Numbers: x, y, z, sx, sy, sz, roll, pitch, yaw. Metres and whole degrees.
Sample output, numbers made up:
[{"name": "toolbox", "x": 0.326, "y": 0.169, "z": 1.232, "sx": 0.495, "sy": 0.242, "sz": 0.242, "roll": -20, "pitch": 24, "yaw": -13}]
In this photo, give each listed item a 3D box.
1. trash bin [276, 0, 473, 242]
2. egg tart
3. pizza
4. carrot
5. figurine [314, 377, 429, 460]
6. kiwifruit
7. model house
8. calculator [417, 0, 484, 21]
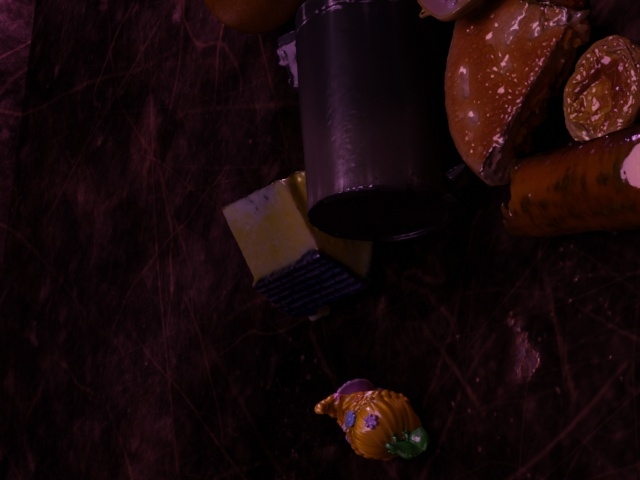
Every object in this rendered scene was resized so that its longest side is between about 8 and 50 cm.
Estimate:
[{"name": "trash bin", "x": 0.069, "y": -0.166, "z": 1.726, "sx": 0.252, "sy": 0.203, "sz": 0.302, "roll": -10, "pitch": 69, "yaw": 18}, {"name": "egg tart", "x": 0.328, "y": -0.169, "z": 1.463, "sx": 0.130, "sy": 0.052, "sz": 0.130, "roll": -21, "pitch": 65, "yaw": 54}, {"name": "pizza", "x": 0.247, "y": -0.215, "z": 1.575, "sx": 0.228, "sy": 0.081, "sz": 0.290, "roll": -34, "pitch": 46, "yaw": 42}, {"name": "carrot", "x": 0.312, "y": -0.063, "z": 1.405, "sx": 0.302, "sy": 0.114, "sz": 0.114, "roll": -10, "pitch": 72, "yaw": 56}, {"name": "figurine", "x": 0.065, "y": 0.241, "z": 1.688, "sx": 0.156, "sy": 0.115, "sz": 0.095, "roll": 42, "pitch": 126, "yaw": 51}, {"name": "kiwifruit", "x": -0.091, "y": -0.447, "z": 2.072, "sx": 0.234, "sy": 0.196, "sz": 0.196, "roll": -49, "pitch": 43, "yaw": 42}, {"name": "model house", "x": 0.000, "y": 0.000, "z": 1.875, "sx": 0.194, "sy": 0.170, "sz": 0.211, "roll": -24, "pitch": 88, "yaw": 47}, {"name": "calculator", "x": 0.217, "y": -0.358, "z": 1.623, "sx": 0.236, "sy": 0.033, "sz": 0.157, "roll": -41, "pitch": 29, "yaw": 7}]
